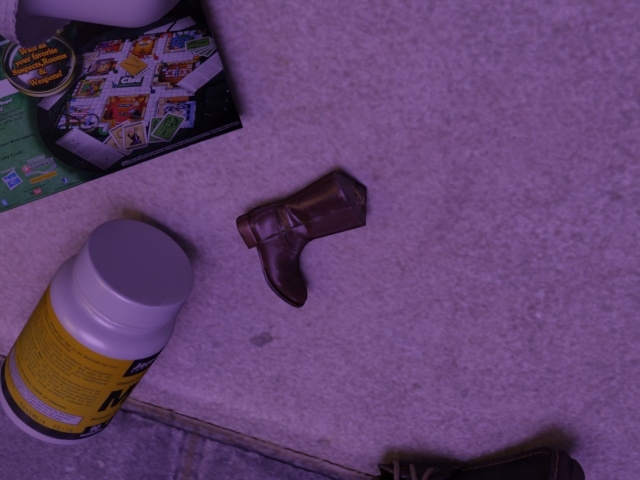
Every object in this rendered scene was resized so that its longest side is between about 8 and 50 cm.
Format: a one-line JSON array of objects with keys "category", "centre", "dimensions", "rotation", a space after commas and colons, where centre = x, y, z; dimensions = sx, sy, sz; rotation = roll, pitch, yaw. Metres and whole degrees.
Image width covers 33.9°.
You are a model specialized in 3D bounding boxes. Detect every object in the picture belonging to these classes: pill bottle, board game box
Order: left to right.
[{"category": "board game box", "centre": [-0.202, -0.106, 0.805], "dimensions": [0.260, 0.030, 0.136], "rotation": [-20, 123, -5]}, {"category": "pill bottle", "centre": [-0.204, 0.084, 0.952], "dimensions": [0.119, 0.119, 0.208], "rotation": [32, 127, -8]}]

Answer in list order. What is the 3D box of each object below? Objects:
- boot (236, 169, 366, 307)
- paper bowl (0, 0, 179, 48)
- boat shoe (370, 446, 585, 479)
[{"category": "boot", "centre": [0.000, 0.000, 0.894], "dimensions": [0.114, 0.037, 0.106], "rotation": [-23, 118, 22]}, {"category": "paper bowl", "centre": [-0.111, -0.238, 0.598], "dimensions": [0.148, 0.284, 0.284], "rotation": [31, 126, -8]}, {"category": "boat shoe", "centre": [0.090, 0.287, 1.011], "dimensions": [0.130, 0.132, 0.355], "rotation": [42, 123, -15]}]
